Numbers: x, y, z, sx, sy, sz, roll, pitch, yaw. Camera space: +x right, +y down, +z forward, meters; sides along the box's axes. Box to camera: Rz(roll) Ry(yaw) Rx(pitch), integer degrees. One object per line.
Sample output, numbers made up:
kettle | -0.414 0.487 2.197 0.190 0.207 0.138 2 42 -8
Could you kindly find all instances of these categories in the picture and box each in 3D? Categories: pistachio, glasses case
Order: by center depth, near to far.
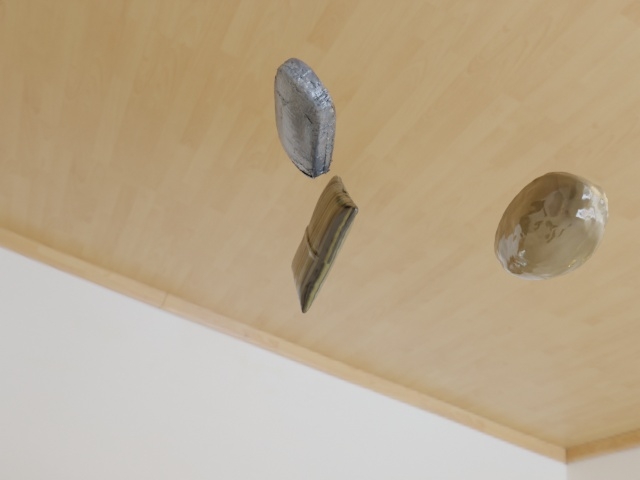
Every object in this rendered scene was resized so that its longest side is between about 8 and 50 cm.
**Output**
pistachio | 0.329 -0.014 0.886 0.136 0.135 0.226 15 153 -2
glasses case | -0.026 -0.186 0.984 0.109 0.067 0.282 49 166 13

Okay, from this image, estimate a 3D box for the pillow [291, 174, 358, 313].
pillow | 0.000 0.000 1.093 0.052 0.212 0.208 23 106 -16
